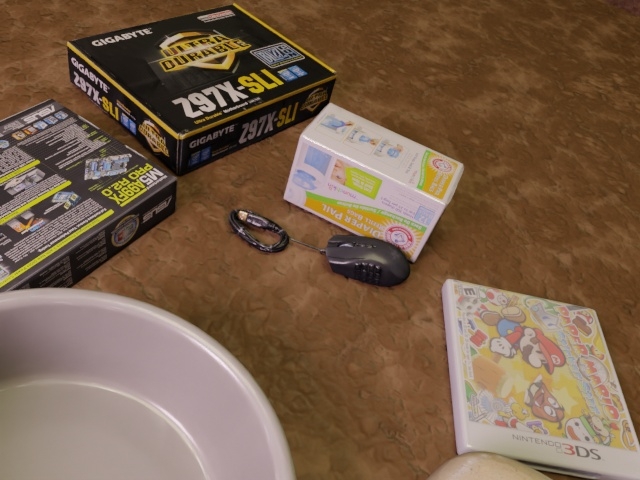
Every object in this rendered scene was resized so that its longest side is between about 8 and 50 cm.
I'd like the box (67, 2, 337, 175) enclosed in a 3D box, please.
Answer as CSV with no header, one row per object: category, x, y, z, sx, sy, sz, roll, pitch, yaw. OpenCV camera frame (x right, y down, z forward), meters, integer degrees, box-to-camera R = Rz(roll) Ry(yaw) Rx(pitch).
box,-0.173,-0.252,0.889,0.257,0.079,0.322,41,49,19

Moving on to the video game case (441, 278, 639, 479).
video game case,0.249,0.154,0.665,0.207,0.026,0.226,12,45,-6

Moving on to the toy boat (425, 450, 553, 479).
toy boat,0.176,0.326,0.414,0.318,0.148,0.267,29,40,22

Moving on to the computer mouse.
computer mouse,0.000,0.000,0.725,0.242,0.041,0.071,16,46,-1

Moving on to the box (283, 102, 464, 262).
box,0.070,-0.078,0.769,0.203,0.114,0.103,26,44,8

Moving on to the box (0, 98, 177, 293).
box,-0.335,-0.041,0.647,0.216,0.060,0.270,32,47,13

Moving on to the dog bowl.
dog bowl,-0.172,0.175,0.394,0.349,0.102,0.348,23,33,-16
